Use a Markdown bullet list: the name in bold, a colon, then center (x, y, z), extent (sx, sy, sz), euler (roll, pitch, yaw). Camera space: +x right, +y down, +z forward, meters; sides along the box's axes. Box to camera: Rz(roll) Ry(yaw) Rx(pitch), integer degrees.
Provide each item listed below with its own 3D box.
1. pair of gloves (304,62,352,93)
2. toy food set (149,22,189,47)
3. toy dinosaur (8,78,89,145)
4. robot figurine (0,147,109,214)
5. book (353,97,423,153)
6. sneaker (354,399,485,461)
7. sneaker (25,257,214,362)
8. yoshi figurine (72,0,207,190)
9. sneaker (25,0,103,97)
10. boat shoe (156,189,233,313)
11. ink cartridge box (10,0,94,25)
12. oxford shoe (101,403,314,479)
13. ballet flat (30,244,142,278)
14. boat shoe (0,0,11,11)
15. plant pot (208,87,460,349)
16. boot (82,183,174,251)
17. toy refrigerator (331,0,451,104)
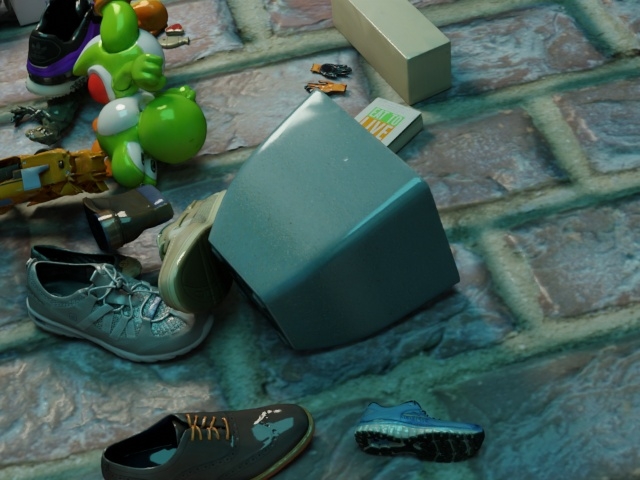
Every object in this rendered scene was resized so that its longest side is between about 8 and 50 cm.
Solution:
- **pair of gloves**: center (0.014, -0.278, 1.877), extent (0.074, 0.010, 0.083), euler (4, 46, 13)
- **toy food set**: center (-0.305, -0.381, 2.006), extent (0.122, 0.019, 0.078), euler (-10, 48, -2)
- **toy dinosaur**: center (-0.462, -0.240, 1.879), extent (0.118, 0.064, 0.268), euler (9, 44, 13)
- **robot figurine**: center (-0.483, -0.078, 1.659), extent (0.291, 0.211, 0.085), euler (-13, 91, 12)
- **book**: center (0.084, -0.168, 1.758), extent (0.096, 0.035, 0.144), euler (27, 58, 33)
- **sneaker**: center (0.126, 0.229, 1.371), extent (0.162, 0.063, 0.073), euler (5, 46, 12)
- **sneaker**: center (-0.288, 0.090, 1.512), extent (0.281, 0.115, 0.105), euler (7, 50, 10)
- **yoshi figurine**: center (-0.268, -0.254, 1.763), extent (0.204, 0.203, 0.362), euler (6, 66, -32)
- **sneaker**: center (-0.409, -0.375, 1.883), extent (0.102, 0.146, 0.293), euler (15, 42, 12)
- **boat shoe**: center (-0.179, 0.015, 1.546), extent (0.098, 0.109, 0.302), euler (-8, 25, 16)
- **ink cartridge box**: center (-0.507, -0.505, 2.103), extent (0.191, 0.082, 0.139), euler (-18, 48, -6)
- **oxford shoe**: center (-0.138, 0.256, 1.356), extent (0.271, 0.098, 0.097), euler (-19, 49, -9)
- **ballet flat**: center (-0.349, 0.037, 1.615), extent (0.173, 0.049, 0.057), euler (3, 48, 10)
- **boat shoe**: center (-0.649, -0.467, 2.065), extent (0.105, 0.113, 0.306), euler (-7, 48, 8)
- **plant pot**: center (0.000, 0.000, 1.483), extent (0.252, 0.247, 0.248), euler (-38, 53, -9)
- **boot**: center (-0.288, -0.036, 1.619), extent (0.106, 0.082, 0.219), euler (-21, 17, -16)
- **toy refrigerator**: center (0.121, -0.359, 1.874), extent (0.094, 0.102, 0.269), euler (-25, 49, -15)
